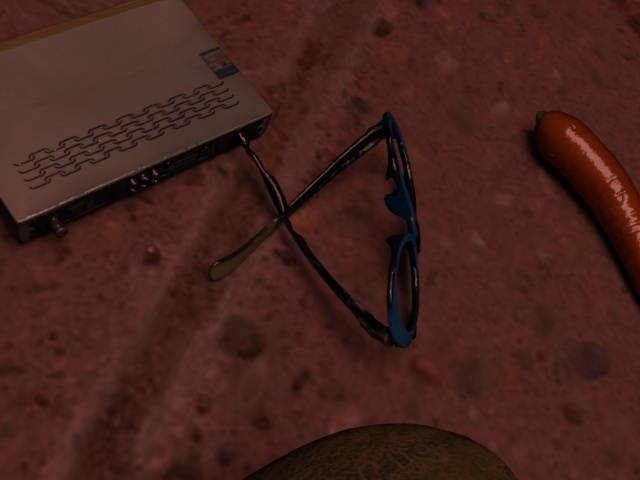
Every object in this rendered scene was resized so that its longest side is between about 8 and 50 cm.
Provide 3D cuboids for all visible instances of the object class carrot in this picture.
[{"bbox_3d":[0.317,-0.035,0.866,0.066,0.062,0.271,-7,62,-58],"label":"carrot"}]

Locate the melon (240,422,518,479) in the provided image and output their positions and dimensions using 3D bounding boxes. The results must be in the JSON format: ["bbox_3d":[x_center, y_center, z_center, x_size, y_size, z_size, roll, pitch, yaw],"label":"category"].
[{"bbox_3d":[0.013,0.253,0.490,0.248,0.248,0.329,45,51,10],"label":"melon"}]

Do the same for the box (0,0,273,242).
[{"bbox_3d":[-0.203,-0.126,0.758,0.270,0.045,0.211,-31,74,-30],"label":"box"}]

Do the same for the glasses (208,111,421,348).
[{"bbox_3d":[0.009,-0.018,0.728,0.207,0.102,0.239,7,60,-14],"label":"glasses"}]
